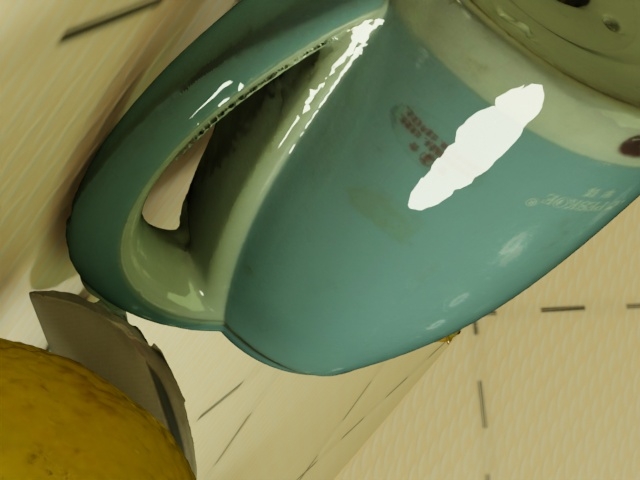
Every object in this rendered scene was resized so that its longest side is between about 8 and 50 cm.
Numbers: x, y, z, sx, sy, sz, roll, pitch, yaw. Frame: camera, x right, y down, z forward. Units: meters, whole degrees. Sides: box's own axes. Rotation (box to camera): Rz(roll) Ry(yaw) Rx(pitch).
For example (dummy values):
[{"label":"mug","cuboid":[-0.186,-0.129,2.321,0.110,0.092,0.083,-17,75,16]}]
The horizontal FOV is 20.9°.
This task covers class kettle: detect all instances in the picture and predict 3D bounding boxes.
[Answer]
[{"label":"kettle","cuboid":[0.015,-0.055,1.023,0.319,0.247,0.342,6,138,-39]}]

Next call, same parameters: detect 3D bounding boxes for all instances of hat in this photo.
[{"label":"hat","cuboid":[-0.129,0.146,1.020,0.164,0.226,0.219,-44,-174,-6]}]

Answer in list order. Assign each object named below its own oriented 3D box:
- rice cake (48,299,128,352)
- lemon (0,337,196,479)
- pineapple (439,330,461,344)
[{"label":"rice cake","cuboid":[-0.187,0.115,1.182,0.043,0.034,0.211,-23,152,-51]},{"label":"lemon","cuboid":[-0.173,0.179,0.820,0.293,0.293,0.293,-48,169,-12]},{"label":"pineapple","cuboid":[0.111,-0.017,1.864,0.164,0.139,0.250,58,46,-37]}]
